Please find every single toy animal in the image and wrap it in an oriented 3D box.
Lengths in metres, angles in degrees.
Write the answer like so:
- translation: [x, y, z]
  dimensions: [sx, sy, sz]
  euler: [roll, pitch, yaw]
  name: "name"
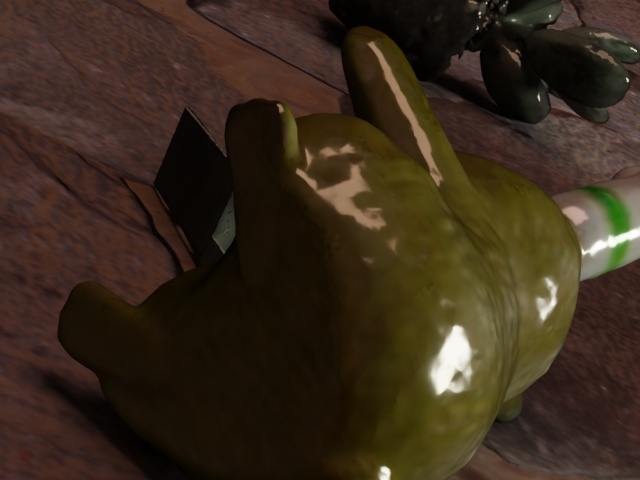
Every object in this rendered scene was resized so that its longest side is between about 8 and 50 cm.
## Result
- translation: [0.040, 0.016, 0.890]
  dimensions: [0.180, 0.181, 0.363]
  euler: [42, 24, 12]
  name: "toy animal"

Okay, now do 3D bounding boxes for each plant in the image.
- translation: [0.149, -0.196, 1.608]
  dimensions: [0.275, 0.149, 0.146]
  euler: [28, 19, -4]
  name: "plant"

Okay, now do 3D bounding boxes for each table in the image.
- translation: [0.000, 0.000, 1.045]
  dimensions: [0.146, 0.062, 0.175]
  euler: [15, 19, -29]
  name: "table"
